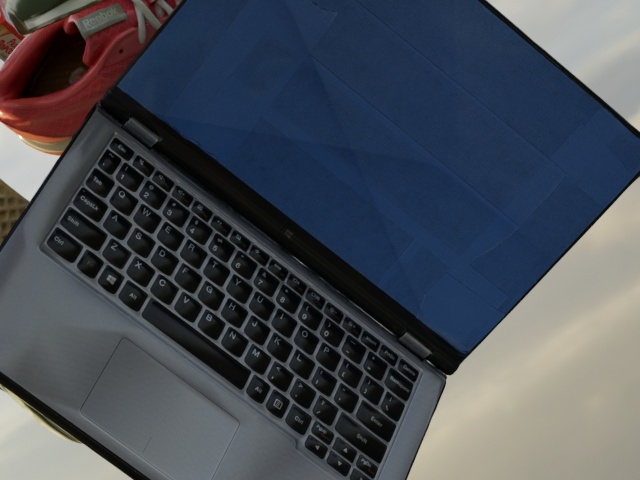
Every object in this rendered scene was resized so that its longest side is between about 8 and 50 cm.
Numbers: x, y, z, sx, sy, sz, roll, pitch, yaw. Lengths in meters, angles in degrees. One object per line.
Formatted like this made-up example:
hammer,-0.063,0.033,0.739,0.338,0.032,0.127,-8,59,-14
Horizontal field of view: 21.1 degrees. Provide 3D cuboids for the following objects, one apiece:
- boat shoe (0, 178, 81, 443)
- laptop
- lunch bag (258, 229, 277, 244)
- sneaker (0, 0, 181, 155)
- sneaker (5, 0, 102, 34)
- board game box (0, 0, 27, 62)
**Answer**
boat shoe,-0.381,0.035,1.873,0.156,0.500,0.187,-7,44,41
laptop,0.000,0.000,1.323,0.236,0.382,0.408,-37,20,49
lunch bag,-0.096,-0.141,1.664,0.258,0.293,0.120,9,-13,5
sneaker,-0.145,-0.177,1.438,0.314,0.116,0.136,-36,-10,9
sneaker,-0.150,-0.190,1.066,0.064,0.086,0.192,-39,17,-34
board game box,-0.369,-0.263,2.079,0.045,0.147,0.193,-31,-28,9
